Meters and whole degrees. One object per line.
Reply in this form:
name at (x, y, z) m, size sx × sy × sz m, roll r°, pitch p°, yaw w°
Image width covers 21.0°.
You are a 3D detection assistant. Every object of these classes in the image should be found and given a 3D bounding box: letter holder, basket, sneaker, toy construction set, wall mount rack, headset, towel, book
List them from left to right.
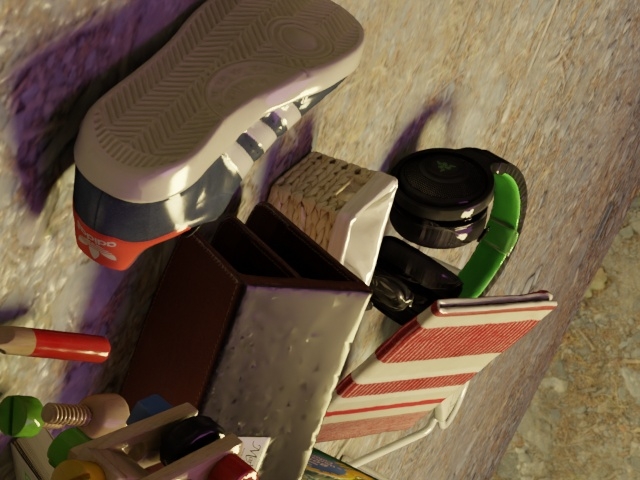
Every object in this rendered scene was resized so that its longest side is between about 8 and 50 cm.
toy construction set at (-0.208, 0.202, 1.297) m, size 0.257 × 0.308 × 0.237 m, roll -38°, pitch 152°, yaw 25°
book at (-0.218, 0.245, 1.496) m, size 0.035 × 0.144 × 0.096 m, roll -24°, pitch 146°, yaw -26°
letter holder at (-0.111, 0.125, 1.679) m, size 0.152 × 0.214 × 0.301 m, roll 5°, pitch 115°, yaw -37°
sneaker at (-0.092, -0.096, 1.447) m, size 0.350 × 0.131 × 0.148 m, roll -38°, pitch 156°, yaw -44°
basket at (0.000, 0.000, 1.854) m, size 0.113 × 0.103 × 0.167 m, roll -42°, pitch 153°, yaw -51°
wall mount rack at (0.122, 0.201, 2.469) m, size 0.304 × 0.131 × 0.350 m, roll -61°, pitch 163°, yaw -21°
towel at (0.121, 0.160, 2.189) m, size 0.237 × 0.037 × 0.329 m, roll -2°, pitch 148°, yaw -45°
headset at (0.149, 0.016, 2.167) m, size 0.394 × 0.185 × 0.243 m, roll -6°, pitch 121°, yaw -51°

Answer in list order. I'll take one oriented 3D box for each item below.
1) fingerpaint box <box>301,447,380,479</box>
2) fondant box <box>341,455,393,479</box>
fingerpaint box at (0.069, 0.410, 2.052) m, size 0.163 × 0.445 × 0.371 m, roll -68°, pitch 162°, yaw 7°
fondant box at (0.021, 0.507, 2.635) m, size 0.330 × 0.096 × 0.238 m, roll -63°, pitch 163°, yaw -8°
